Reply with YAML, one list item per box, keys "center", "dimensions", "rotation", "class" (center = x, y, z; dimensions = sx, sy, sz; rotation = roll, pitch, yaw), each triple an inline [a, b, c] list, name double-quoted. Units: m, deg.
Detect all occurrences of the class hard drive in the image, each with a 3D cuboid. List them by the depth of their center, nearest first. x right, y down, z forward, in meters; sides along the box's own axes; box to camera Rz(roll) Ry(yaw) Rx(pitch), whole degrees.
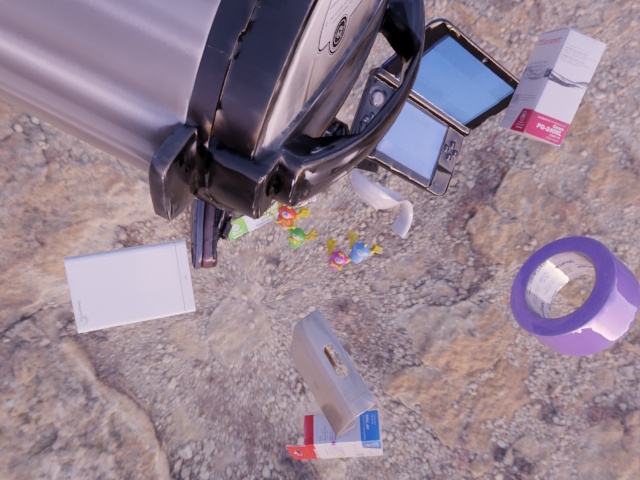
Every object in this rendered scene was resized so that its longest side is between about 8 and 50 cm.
- center: [-0.581, 0.138, 1.688]
  dimensions: [0.352, 0.047, 0.233]
  rotation: [-9, 102, -17]
  class: "hard drive"

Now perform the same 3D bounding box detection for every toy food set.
- center: [0.028, 0.294, 1.197]
  dimensions: [0.092, 0.306, 0.220]
  rotation: [-26, 68, -17]
  class: "toy food set"

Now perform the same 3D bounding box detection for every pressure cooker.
- center: [-0.101, -0.234, 0.565]
  dimensions: [0.420, 0.375, 0.370]
  rotation: [28, 103, 3]
  class: "pressure cooker"

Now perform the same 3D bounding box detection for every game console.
- center: [0.240, -0.250, 1.108]
  dimensions: [0.293, 0.173, 0.250]
  rotation: [23, 83, -32]
  class: "game console"

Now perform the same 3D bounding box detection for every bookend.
- center: [0.149, -0.295, 1.509]
  dimensions: [0.072, 0.157, 0.156]
  rotation: [14, 38, 1]
  class: "bookend"

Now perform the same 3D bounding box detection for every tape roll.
- center: [0.423, 0.092, 0.920]
  dimensions: [0.080, 0.189, 0.189]
  rotation: [33, 80, -26]
  class: "tape roll"

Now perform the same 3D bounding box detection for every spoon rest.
- center: [0.167, -0.105, 1.397]
  dimensions: [0.084, 0.276, 0.137]
  rotation: [-49, 52, 1]
  class: "spoon rest"

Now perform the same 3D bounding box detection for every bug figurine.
- center: [0.000, 0.000, 1.311]
  dimensions: [0.279, 0.216, 0.072]
  rotation: [26, 71, 3]
  class: "bug figurine"

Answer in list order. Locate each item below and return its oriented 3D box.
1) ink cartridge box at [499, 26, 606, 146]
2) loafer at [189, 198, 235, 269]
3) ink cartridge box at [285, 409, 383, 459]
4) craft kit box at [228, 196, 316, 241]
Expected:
- center: [0.338, -0.225, 0.805]
  dimensions: [0.063, 0.109, 0.151]
  rotation: [19, 106, -5]
  class: "ink cartridge box"
- center: [-0.182, -0.093, 0.981]
  dimensions: [0.095, 0.109, 0.303]
  rotation: [4, 66, -18]
  class: "loafer"
- center: [0.037, 0.490, 1.367]
  dimensions: [0.230, 0.134, 0.078]
  rotation: [-5, 54, 6]
  class: "ink cartridge box"
- center: [-0.172, -0.114, 1.443]
  dimensions: [0.246, 0.250, 0.061]
  rotation: [-25, 122, -17]
  class: "craft kit box"
